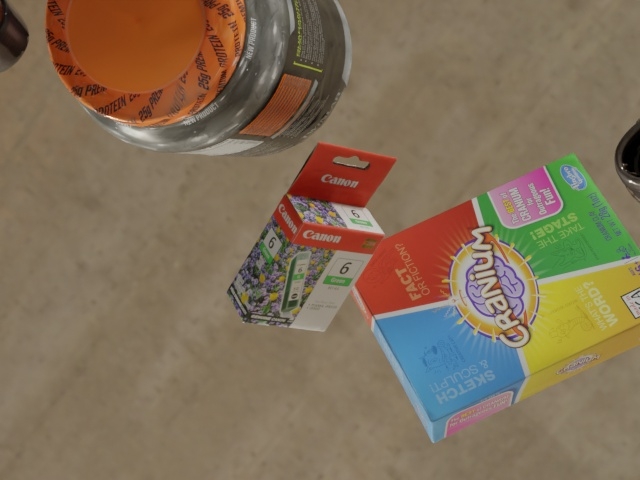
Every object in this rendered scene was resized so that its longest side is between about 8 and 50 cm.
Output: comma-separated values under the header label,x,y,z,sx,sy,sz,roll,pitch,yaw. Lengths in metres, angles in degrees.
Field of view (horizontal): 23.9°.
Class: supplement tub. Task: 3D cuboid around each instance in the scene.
label,x,y,z,sx,sy,sz,roll,pitch,yaw
supplement tub,-0.104,-0.179,1.358,0.207,0.207,0.338,-51,170,10

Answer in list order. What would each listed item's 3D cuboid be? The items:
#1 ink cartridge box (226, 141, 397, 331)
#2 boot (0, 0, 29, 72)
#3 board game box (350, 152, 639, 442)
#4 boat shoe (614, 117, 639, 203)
label,x,y,z,sx,sy,sz,roll,pitch,yaw
ink cartridge box,0.000,0.000,0.875,0.062,0.029,0.115,9,125,-38
boot,-0.380,-0.259,1.184,0.096,0.264,0.280,-43,155,0
board game box,0.217,0.063,1.774,0.316,0.242,0.064,-25,150,-8
boat shoe,0.409,-0.106,1.273,0.355,0.132,0.130,-29,162,32
